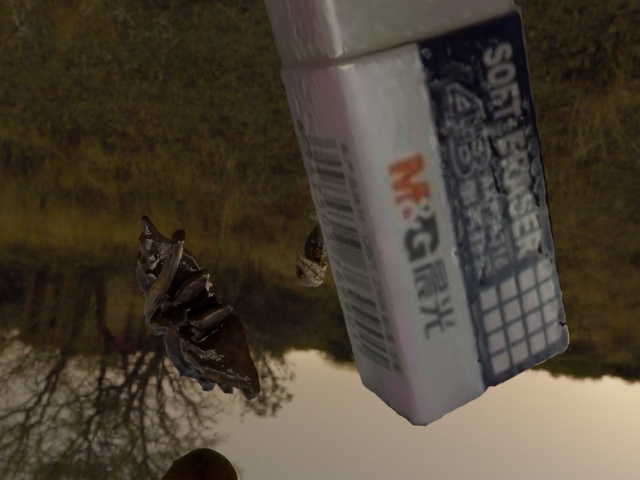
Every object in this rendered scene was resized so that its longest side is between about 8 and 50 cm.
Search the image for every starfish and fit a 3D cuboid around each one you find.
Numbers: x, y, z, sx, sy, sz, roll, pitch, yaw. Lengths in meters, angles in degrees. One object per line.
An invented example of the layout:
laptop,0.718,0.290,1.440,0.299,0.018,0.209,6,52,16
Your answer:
starfish,0.002,0.001,1.083,0.071,0.216,0.238,29,136,0

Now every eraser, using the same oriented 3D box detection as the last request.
eraser,0.060,-0.047,0.412,0.130,0.287,0.086,-24,-160,-23

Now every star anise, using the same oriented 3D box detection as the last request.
star anise,-0.198,0.105,0.985,0.292,0.109,0.349,54,155,-11

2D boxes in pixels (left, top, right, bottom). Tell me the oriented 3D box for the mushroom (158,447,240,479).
mushroom,-0.207,0.439,1.006,0.254,0.267,0.267,25,-178,27
